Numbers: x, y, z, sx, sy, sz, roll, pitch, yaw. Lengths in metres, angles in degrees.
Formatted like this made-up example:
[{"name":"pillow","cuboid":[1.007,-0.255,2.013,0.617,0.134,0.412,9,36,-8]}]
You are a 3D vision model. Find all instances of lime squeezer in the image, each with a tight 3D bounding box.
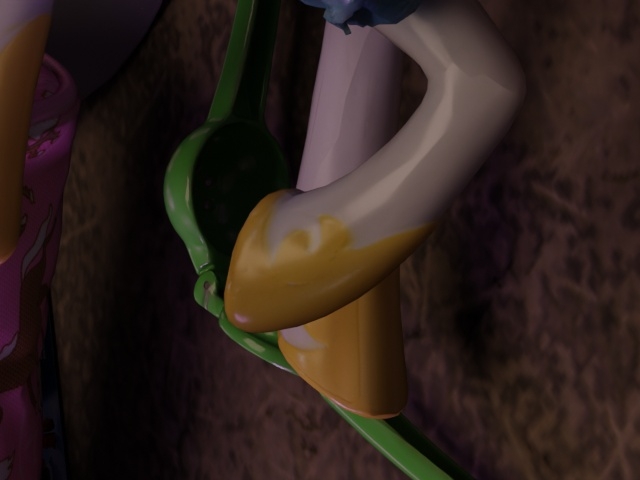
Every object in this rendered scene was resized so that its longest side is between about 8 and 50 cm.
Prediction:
[{"name":"lime squeezer","cuboid":[0.000,0.000,0.729,0.110,0.059,0.310,-28,64,19]}]

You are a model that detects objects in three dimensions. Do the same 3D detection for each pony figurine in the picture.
[{"name":"pony figurine","cuboid":[-0.030,-0.164,0.581,0.351,0.303,0.363,36,117,14]}]

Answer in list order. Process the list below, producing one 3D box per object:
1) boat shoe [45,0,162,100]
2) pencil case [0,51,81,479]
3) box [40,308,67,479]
[{"name":"boat shoe","cuboid":[-0.117,-0.143,0.844,0.267,0.096,0.088,-49,49,45]},{"name":"pencil case","cuboid":[-0.188,0.096,0.812,0.167,0.160,0.386,-139,52,-57]},{"name":"box","cuboid":[-0.186,0.110,1.010,0.159,0.044,0.233,-17,78,55]}]
